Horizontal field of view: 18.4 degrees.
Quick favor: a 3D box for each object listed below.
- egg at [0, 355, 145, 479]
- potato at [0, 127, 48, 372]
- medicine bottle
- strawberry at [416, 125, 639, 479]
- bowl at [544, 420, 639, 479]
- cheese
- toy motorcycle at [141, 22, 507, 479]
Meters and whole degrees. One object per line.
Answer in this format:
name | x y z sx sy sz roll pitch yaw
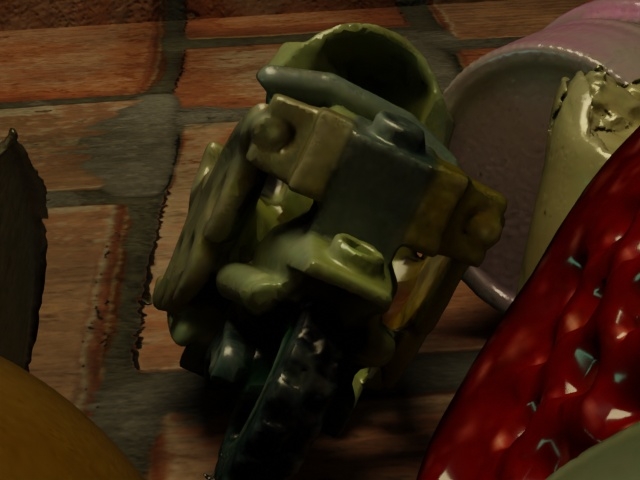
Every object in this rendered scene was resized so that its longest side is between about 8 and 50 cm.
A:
egg | -0.159 0.145 0.622 0.250 0.250 0.322 -7 13 -15
potato | -0.257 0.053 0.984 0.196 0.246 0.300 12 19 4
medicine bottle | 0.252 -0.080 1.416 0.219 0.219 0.388 8 18 35
strawberry | 0.208 0.074 0.823 0.345 0.295 0.317 -38 46 1
bowl | 0.123 0.136 0.554 0.289 0.146 0.289 -35 18 13
cheese | 0.174 0.015 1.092 0.127 0.233 0.266 10 20 8
toy motorcycle | 0.000 0.000 1.191 0.168 0.237 0.410 22 14 -8
